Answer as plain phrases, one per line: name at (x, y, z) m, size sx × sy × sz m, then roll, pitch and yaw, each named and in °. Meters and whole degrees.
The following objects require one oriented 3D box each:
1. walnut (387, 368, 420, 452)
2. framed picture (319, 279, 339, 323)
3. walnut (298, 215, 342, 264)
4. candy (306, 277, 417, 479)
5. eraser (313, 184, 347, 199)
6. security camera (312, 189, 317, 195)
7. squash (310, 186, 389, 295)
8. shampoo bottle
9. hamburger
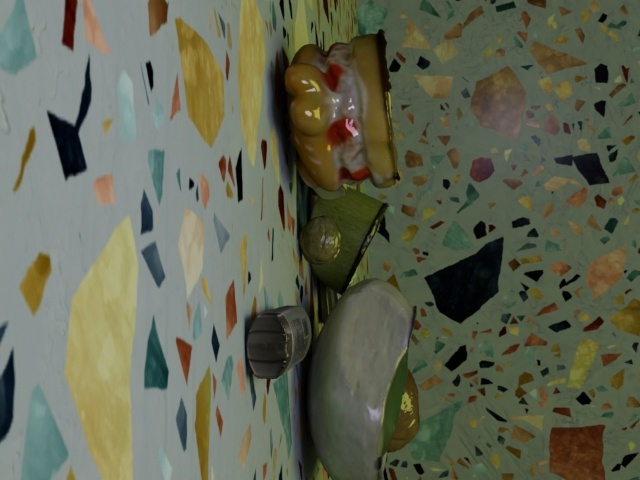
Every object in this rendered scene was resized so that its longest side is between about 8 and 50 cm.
walnut at (0.124, 0.365, 2.102) m, size 0.228 × 0.228 × 0.228 m, roll -2°, pitch 90°, yaw -83°
framed picture at (0.016, 0.090, 2.053) m, size 0.260 × 0.023 × 0.189 m, roll 32°, pitch 53°, yaw -81°
walnut at (0.000, 0.000, 1.687) m, size 0.092 × 0.092 × 0.092 m, roll -2°, pitch 90°, yaw -83°
candy at (0.070, 0.274, 1.727) m, size 0.427 × 0.186 × 0.386 m, roll 77°, pitch 21°, yaw -69°
eraser at (0.006, -0.173, 1.764) m, size 0.117 × 0.058 × 0.172 m, roll 51°, pitch 31°, yaw -43°
security camera at (0.000, -0.133, 1.869) m, size 0.092 × 0.058 × 0.058 m, roll 93°, pitch 0°, yaw -52°
squash at (0.044, 0.004, 1.887) m, size 0.220 × 0.133 × 0.220 m, roll 19°, pitch 90°, yaw -82°
shampoo bottle at (-0.053, 0.135, 1.270) m, size 0.227 × 0.055 × 0.086 m, roll 4°, pitch 85°, yaw -83°
hamburger at (0.031, -0.208, 1.539) m, size 0.303 × 0.186 × 0.261 m, roll -68°, pitch 151°, yaw -84°
